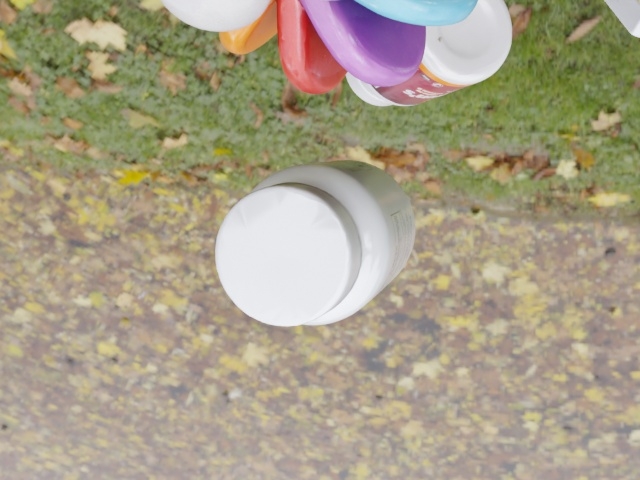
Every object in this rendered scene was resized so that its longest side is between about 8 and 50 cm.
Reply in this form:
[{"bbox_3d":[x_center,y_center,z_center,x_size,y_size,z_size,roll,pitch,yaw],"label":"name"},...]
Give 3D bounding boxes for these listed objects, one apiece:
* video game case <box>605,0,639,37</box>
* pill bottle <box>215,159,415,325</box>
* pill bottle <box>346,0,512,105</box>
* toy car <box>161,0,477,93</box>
[{"bbox_3d":[0.373,-0.378,0.975,0.026,0.206,0.227,6,134,-23],"label":"video game case"},{"bbox_3d":[0.000,0.000,0.727,0.131,0.229,0.131,2,97,14],"label":"pill bottle"},{"bbox_3d":[0.115,-0.223,1.014,0.121,0.121,0.221,31,169,-17],"label":"pill bottle"},{"bbox_3d":[0.010,-0.147,0.478,0.182,0.159,0.136,-4,117,39],"label":"toy car"}]
